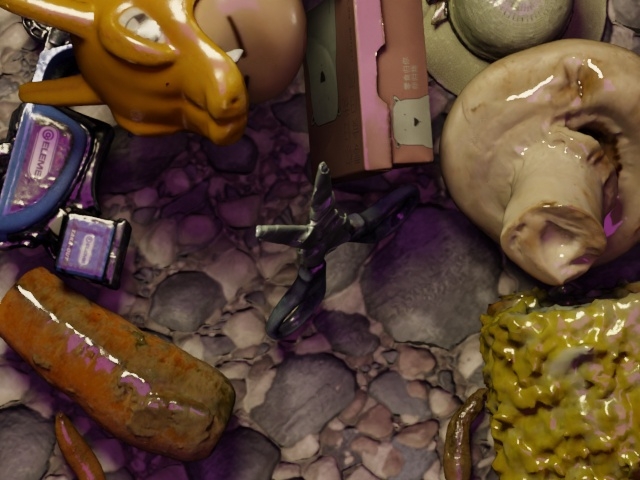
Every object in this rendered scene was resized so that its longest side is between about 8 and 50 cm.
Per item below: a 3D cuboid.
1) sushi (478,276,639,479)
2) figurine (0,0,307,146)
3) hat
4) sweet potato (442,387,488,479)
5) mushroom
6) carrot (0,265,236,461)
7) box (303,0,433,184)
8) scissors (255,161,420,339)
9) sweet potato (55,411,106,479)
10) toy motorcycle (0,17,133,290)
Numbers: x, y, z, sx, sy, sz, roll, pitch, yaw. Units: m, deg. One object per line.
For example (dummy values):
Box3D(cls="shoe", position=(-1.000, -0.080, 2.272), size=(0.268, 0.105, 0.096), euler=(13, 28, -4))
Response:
Box3D(cls="sushi", position=(0.371, 0.146, 1.475), size=(0.351, 0.396, 0.240), euler=(-12, 89, 18))
Box3D(cls="figurine", position=(-0.149, -0.291, 1.466), size=(0.268, 0.401, 0.387), euler=(54, 51, -32))
Box3D(cls="hat", position=(0.235, -0.293, 1.597), size=(0.257, 0.130, 0.257), euler=(0, 89, -2))
Box3D(cls="sweet potato", position=(0.174, 0.252, 1.644), size=(0.041, 0.038, 0.153), euler=(19, 81, -26))
Box3D(cls="mushroom", position=(0.286, -0.077, 1.510), size=(0.292, 0.290, 0.292), euler=(1, 118, 2))
Box3D(cls="carrot", position=(-0.244, 0.156, 1.584), size=(0.302, 0.139, 0.138), euler=(32, 89, 7))
Box3D(cls="box", position=(0.052, -0.179, 1.546), size=(0.086, 0.215, 0.215), euler=(-5, 89, -17))
Box3D(cls="scissors", position=(0.000, 0.000, 1.471), size=(0.256, 0.383, 0.029), euler=(-45, 75, 0))
Box3D(cls="sweet potato", position=(-0.284, 0.290, 1.622), size=(0.044, 0.044, 0.179), euler=(-20, 98, -2))
Box3D(cls="toy motorcycle", position=(-0.282, -0.134, 1.578), size=(0.213, 0.125, 0.358), euler=(13, 83, -2))
